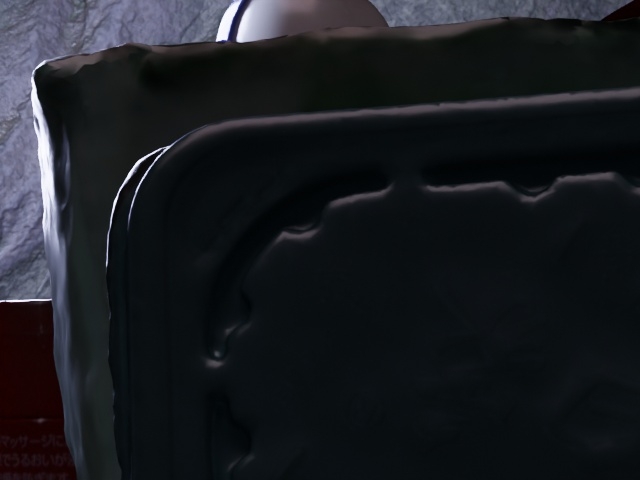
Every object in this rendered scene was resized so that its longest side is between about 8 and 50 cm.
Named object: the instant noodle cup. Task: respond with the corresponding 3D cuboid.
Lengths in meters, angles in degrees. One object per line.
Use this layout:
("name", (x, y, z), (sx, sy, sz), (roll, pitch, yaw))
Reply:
("instant noodle cup", (0.051, 0.052, 0.386), (0.179, 0.157, 0.070), (-4, -28, 0))

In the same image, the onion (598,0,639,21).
("onion", (0.158, 0.000, 0.940), (0.314, 0.232, 0.314), (-31, -29, -19))

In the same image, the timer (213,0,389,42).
("timer", (0.000, 0.000, 1.430), (0.270, 0.383, 0.270), (-4, -5, 0))

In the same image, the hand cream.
("hand cream", (-0.095, 0.106, 1.142), (0.230, 0.149, 0.230), (-4, -6, 0))

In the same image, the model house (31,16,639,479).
("model house", (0.040, 0.071, 0.703), (0.267, 0.194, 0.325), (-6, -17, -11))
